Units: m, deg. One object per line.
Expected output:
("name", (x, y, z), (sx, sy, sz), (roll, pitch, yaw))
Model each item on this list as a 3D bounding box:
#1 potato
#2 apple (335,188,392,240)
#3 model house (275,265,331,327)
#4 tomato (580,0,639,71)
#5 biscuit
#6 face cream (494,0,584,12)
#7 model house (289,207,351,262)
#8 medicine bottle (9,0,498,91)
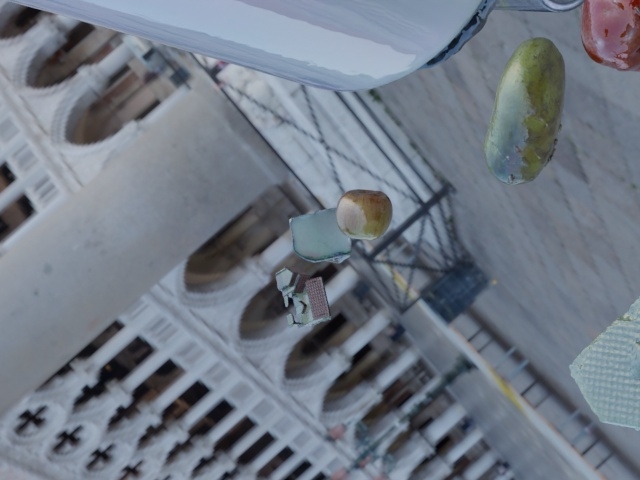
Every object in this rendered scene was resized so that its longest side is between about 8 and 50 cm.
("potato", (0.414, -0.253, 1.871), (0.141, 0.298, 0.176), (18, -159, 15))
("apple", (0.061, -0.034, 1.301), (0.084, 0.083, 0.071), (-139, 51, -77))
("model house", (-0.020, 0.075, 1.315), (0.057, 0.058, 0.083), (6, -115, -41))
("tomato", (0.464, -0.340, 1.417), (0.151, 0.187, 0.187), (51, 179, 29))
("biscuit", (0.393, 0.122, 1.040), (0.052, 0.252, 0.150), (9, -138, -37))
("face cream", (0.214, -0.301, 1.078), (0.073, 0.073, 0.283), (50, 179, -20))
("model house", (0.000, 0.000, 1.626), (0.100, 0.100, 0.088), (89, 170, -78))
("medicine bottle", (-0.083, -0.205, 0.445), (0.378, 0.214, 0.213), (5, -146, -48))
